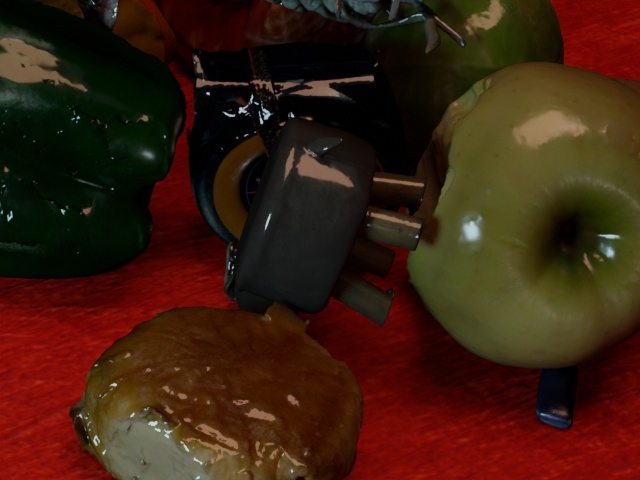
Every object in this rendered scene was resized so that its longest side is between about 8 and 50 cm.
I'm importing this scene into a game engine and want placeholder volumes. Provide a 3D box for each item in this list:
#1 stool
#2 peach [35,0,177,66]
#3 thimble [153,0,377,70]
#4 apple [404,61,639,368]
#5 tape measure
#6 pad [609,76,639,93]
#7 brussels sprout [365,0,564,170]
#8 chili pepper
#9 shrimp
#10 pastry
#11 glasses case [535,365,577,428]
[{"bbox_3d":[0.002,-0.008,1.583,0.139,0.228,0.153,19,73,-6],"label":"stool"},{"bbox_3d":[-0.270,-0.227,1.918,0.267,0.154,0.159,-17,40,-34],"label":"peach"},{"bbox_3d":[-0.041,-0.339,1.981,0.231,0.350,0.350,-16,41,-32],"label":"thimble"},{"bbox_3d":[0.194,-0.025,1.625,0.279,0.279,0.279,7,33,-4],"label":"apple"},{"bbox_3d":[-0.022,-0.083,1.701,0.202,0.222,0.135,-3,41,-1],"label":"tape measure"},{"bbox_3d":[0.345,-0.104,2.010,0.284,0.018,0.286,7,33,-3],"label":"pad"},{"bbox_3d":[0.150,-0.169,1.885,0.244,0.244,0.244,7,33,-4],"label":"brussels sprout"},{"bbox_3d":[-0.254,-0.093,1.661,0.257,0.233,0.248,14,37,-4],"label":"chili pepper"},{"bbox_3d":[-0.016,-0.253,1.730,0.411,0.166,0.221,5,-11,-3],"label":"shrimp"},{"bbox_3d":[-0.082,0.137,1.466,0.229,0.100,0.218,9,36,-10],"label":"pastry"},{"bbox_3d":[0.206,0.130,1.619,0.034,0.023,0.083,15,33,2],"label":"glasses case"}]
